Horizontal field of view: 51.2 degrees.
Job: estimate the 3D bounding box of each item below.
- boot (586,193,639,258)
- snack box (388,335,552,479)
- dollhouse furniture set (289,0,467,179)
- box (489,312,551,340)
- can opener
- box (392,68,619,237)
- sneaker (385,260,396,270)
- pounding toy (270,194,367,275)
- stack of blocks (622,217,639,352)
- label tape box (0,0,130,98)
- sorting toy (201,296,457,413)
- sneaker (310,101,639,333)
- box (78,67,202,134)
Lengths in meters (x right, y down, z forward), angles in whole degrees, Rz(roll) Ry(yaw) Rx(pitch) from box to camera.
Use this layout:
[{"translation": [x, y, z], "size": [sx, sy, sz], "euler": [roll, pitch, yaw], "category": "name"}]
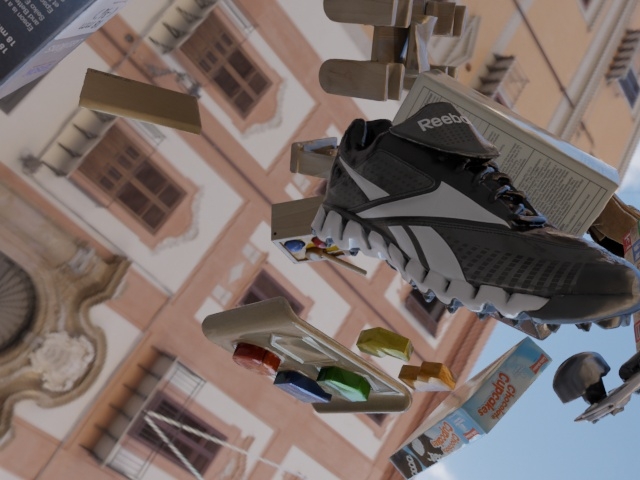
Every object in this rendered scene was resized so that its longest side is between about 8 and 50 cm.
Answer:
[{"translation": [0.671, -0.065, 1.640], "size": [0.115, 0.305, 0.112], "euler": [-61, -177, -33], "category": "boot"}, {"translation": [0.245, 0.294, 1.140], "size": [0.187, 0.060, 0.322], "euler": [-36, 165, -31], "category": "snack box"}, {"translation": [0.101, -0.323, 1.404], "size": [0.256, 0.394, 0.362], "euler": [14, -161, 29], "category": "dollhouse furniture set"}, {"translation": [0.382, 0.098, 1.336], "size": [0.077, 0.147, 0.180], "euler": [-38, -154, -13], "category": "box"}, {"translation": [0.415, 0.147, 0.873], "size": [0.283, 0.095, 0.076], "euler": [-26, 162, -31], "category": "can opener"}, {"translation": [0.254, -0.113, 0.975], "size": [0.148, 0.311, 0.121], "euler": [-61, 169, 26], "category": "box"}, {"translation": [0.201, -0.071, 1.181], "size": [0.295, 0.124, 0.178], "euler": [-25, -133, -18], "category": "sneaker"}, {"translation": [0.000, 0.000, 1.166], "size": [0.130, 0.141, 0.100], "euler": [-9, -117, 17], "category": "pounding toy"}, {"translation": [0.723, 0.092, 1.393], "size": [0.087, 0.171, 0.297], "euler": [4, -116, 2], "category": "stack of blocks"}, {"translation": [-0.292, -0.263, 0.551], "size": [0.334, 0.240, 0.106], "euler": [-34, -163, 15], "category": "label tape box"}, {"translation": [0.002, 0.154, 0.825], "size": [0.307, 0.229, 0.041], "euler": [-19, -143, 51], "category": "sorting toy"}, {"translation": [0.075, -0.024, 0.384], "size": [0.234, 0.078, 0.106], "euler": [25, -69, 52], "category": "sneaker"}, {"translation": [-0.311, -0.243, 1.165], "size": [0.164, 0.201, 0.021], "euler": [-113, -141, -57], "category": "box"}]
